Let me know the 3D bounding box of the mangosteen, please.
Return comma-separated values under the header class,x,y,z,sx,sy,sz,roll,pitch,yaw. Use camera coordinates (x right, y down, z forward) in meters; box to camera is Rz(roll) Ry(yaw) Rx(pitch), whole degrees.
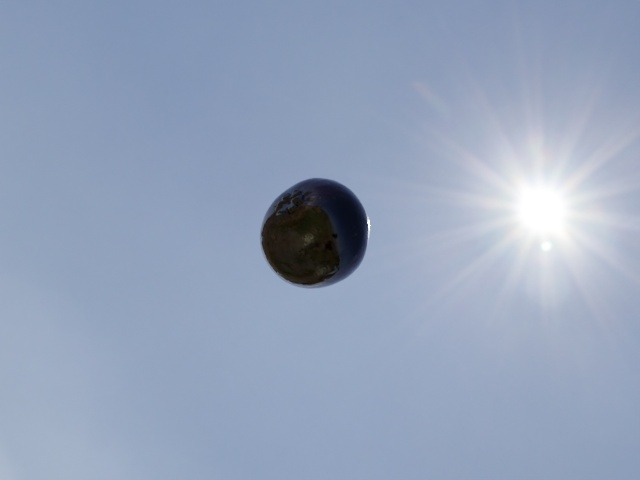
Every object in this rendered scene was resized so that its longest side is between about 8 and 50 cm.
class,x,y,z,sx,sy,sz,roll,pitch,yaw
mangosteen,-0.002,-0.002,0.607,0.081,0.081,0.081,27,-50,37
